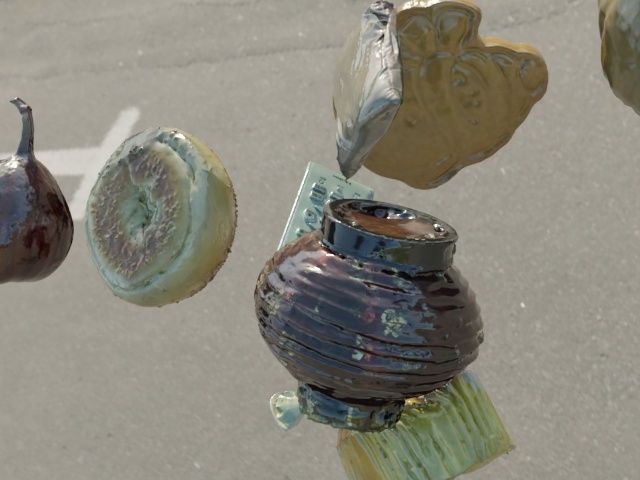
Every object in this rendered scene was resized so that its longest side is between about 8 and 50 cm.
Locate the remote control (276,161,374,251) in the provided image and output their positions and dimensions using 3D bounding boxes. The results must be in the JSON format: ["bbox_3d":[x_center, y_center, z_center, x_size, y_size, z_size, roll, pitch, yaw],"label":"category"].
[{"bbox_3d":[0.000,0.000,1.319,0.293,0.103,0.051,-73,9,-52],"label":"remote control"}]

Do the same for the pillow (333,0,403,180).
[{"bbox_3d":[0.060,-0.207,1.342,0.270,0.067,0.173,-88,21,-45],"label":"pillow"}]

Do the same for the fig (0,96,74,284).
[{"bbox_3d":[-0.351,-0.029,1.162,0.202,0.149,0.148,-46,48,-8],"label":"fig"}]

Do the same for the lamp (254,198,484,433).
[{"bbox_3d":[0.049,0.079,1.043,0.247,0.247,0.247,-18,47,20],"label":"lamp"}]

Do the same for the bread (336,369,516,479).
[{"bbox_3d":[0.116,0.241,1.212,0.179,0.250,0.133,-17,72,-17],"label":"bread"}]

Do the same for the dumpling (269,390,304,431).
[{"bbox_3d":[-0.052,0.264,1.576,0.077,0.059,0.043,-50,-1,-28],"label":"dumpling"}]

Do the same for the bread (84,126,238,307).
[{"bbox_3d":[-0.255,-0.038,1.655,0.306,0.159,0.305,-11,73,37],"label":"bread"}]

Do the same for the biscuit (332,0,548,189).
[{"bbox_3d":[0.185,-0.241,1.642,0.351,0.312,0.057,-29,30,23],"label":"biscuit"}]

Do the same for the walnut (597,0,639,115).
[{"bbox_3d":[0.465,-0.291,1.197,0.285,0.285,0.296,19,49,41],"label":"walnut"}]
